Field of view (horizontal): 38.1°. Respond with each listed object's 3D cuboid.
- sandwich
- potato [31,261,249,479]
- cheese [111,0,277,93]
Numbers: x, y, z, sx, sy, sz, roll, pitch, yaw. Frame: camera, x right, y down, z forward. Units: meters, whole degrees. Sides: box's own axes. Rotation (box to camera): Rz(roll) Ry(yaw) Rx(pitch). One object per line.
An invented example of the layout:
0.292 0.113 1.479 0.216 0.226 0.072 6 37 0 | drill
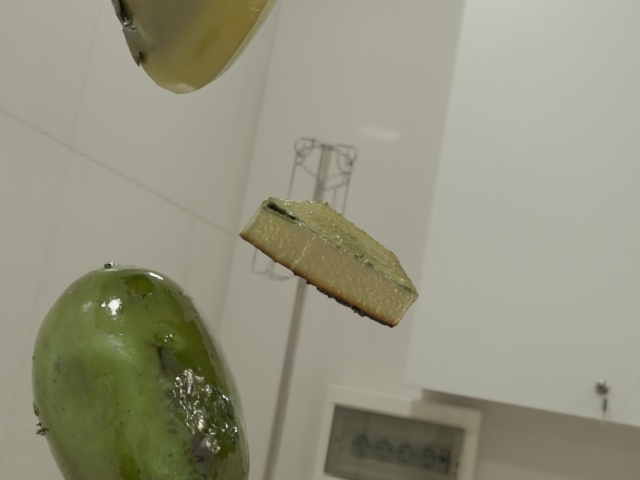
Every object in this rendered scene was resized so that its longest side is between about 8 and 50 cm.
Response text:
0.000 0.000 0.978 0.193 0.058 0.162 31 13 -20 | sandwich
-0.185 0.173 0.968 0.215 0.304 0.216 -30 -17 -10 | potato
-0.130 -0.343 1.051 0.128 0.260 0.316 -21 -15 -45 | cheese
